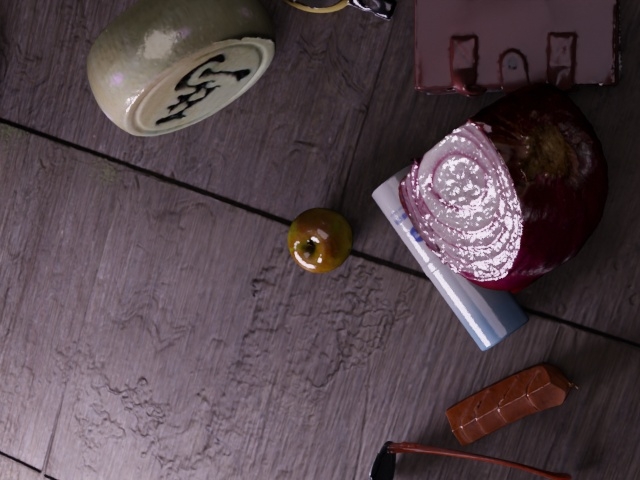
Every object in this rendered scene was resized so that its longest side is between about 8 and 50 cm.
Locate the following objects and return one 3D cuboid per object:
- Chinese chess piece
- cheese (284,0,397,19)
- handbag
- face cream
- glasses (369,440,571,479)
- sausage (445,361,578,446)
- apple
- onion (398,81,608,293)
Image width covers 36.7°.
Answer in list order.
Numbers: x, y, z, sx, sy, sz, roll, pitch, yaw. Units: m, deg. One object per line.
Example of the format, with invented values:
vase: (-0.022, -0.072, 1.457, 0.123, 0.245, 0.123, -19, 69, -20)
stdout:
Chinese chess piece: (-0.177, -0.236, 1.248, 0.250, 0.250, 0.101, -33, 81, 17)
cheese: (0.027, -0.336, 1.290, 0.162, 0.036, 0.086, 24, 98, 14)
handbag: (0.245, -0.318, 1.204, 0.260, 0.084, 0.275, 2, 95, 15)
face cream: (0.167, 0.021, 1.250, 0.077, 0.077, 0.250, -38, 83, 16)
glasses: (0.187, 0.383, 1.252, 0.268, 0.118, 0.234, 0, 93, 18)
sausage: (0.249, 0.206, 1.246, 0.169, 0.065, 0.065, -30, 85, 16)
apple: (0.000, 0.000, 1.303, 0.089, 0.074, 0.089, 2, 97, 18)
onion: (0.241, -0.062, 1.143, 0.207, 0.216, 0.206, -29, 87, -26)
